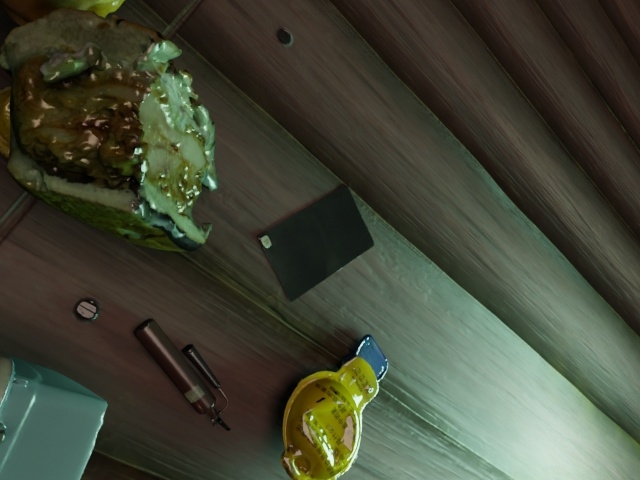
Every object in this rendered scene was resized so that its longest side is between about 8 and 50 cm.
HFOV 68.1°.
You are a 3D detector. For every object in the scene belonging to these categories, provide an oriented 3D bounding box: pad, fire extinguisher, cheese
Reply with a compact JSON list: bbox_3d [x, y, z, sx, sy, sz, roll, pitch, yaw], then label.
[{"bbox_3d":[0.000,0.000,0.749,0.193,0.004,0.116,-32,102,-32],"label":"pad"},{"bbox_3d":[-0.169,0.169,0.607,0.173,0.035,0.049,57,21,-14],"label":"fire extinguisher"},{"bbox_3d":[0.028,0.247,0.703,0.250,0.064,0.157,-42,108,-39],"label":"cheese"}]

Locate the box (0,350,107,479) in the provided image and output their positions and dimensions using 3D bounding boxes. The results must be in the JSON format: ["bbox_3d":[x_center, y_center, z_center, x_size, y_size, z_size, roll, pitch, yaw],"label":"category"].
[{"bbox_3d":[-0.302,0.174,0.413,0.130,0.227,0.162,35,66,-42],"label":"box"}]

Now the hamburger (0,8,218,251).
[{"bbox_3d":[-0.217,-0.101,0.503,0.192,0.288,0.168,17,76,4],"label":"hamburger"}]

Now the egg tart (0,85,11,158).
[{"bbox_3d":[-0.323,-0.137,0.538,0.105,0.039,0.105,6,79,-31],"label":"egg tart"}]

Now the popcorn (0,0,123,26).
[{"bbox_3d":[-0.264,-0.343,0.449,0.281,0.297,0.316,-24,65,-18],"label":"popcorn"}]
